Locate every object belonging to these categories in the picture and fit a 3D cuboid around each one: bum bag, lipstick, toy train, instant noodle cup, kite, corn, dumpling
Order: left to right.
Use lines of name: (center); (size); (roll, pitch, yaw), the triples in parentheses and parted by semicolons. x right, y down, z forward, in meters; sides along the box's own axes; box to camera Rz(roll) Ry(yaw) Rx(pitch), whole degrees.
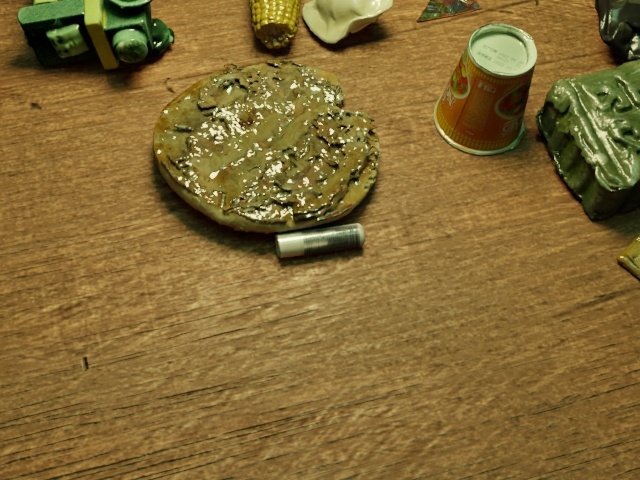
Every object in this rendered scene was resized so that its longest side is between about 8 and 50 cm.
toy train: (-0.405, -0.472, 1.631); (0.253, 0.160, 0.397); (-8, 59, -2)
corn: (-0.084, -0.497, 1.695); (0.115, 0.115, 0.318); (3, 61, -3)
lipstick: (0.000, 0.000, 1.438); (0.141, 0.040, 0.040); (-7, 60, -9)
dumpling: (0.043, -0.425, 1.667); (0.169, 0.100, 0.134); (27, 75, 14)
kite: (0.243, -0.485, 1.768); (0.159, 0.010, 0.190); (21, 59, 9)
instant noodle cup: (0.290, -0.263, 1.535); (0.168, 0.185, 0.168); (2, 59, -3)
bum bag: (0.580, -0.481, 1.744); (0.144, 0.095, 0.340); (14, 57, -27)

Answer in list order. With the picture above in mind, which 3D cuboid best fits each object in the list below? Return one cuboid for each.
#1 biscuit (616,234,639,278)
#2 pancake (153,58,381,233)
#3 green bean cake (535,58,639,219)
biscuit: (0.538, 0.033, 1.474); (0.081, 0.018, 0.083); (-37, 69, -24)
pancake: (-0.078, -0.163, 1.513); (0.382, 0.071, 0.382); (3, 56, -4)
green bean cake: (0.523, -0.179, 1.540); (0.255, 0.132, 0.241); (-14, 65, -13)
